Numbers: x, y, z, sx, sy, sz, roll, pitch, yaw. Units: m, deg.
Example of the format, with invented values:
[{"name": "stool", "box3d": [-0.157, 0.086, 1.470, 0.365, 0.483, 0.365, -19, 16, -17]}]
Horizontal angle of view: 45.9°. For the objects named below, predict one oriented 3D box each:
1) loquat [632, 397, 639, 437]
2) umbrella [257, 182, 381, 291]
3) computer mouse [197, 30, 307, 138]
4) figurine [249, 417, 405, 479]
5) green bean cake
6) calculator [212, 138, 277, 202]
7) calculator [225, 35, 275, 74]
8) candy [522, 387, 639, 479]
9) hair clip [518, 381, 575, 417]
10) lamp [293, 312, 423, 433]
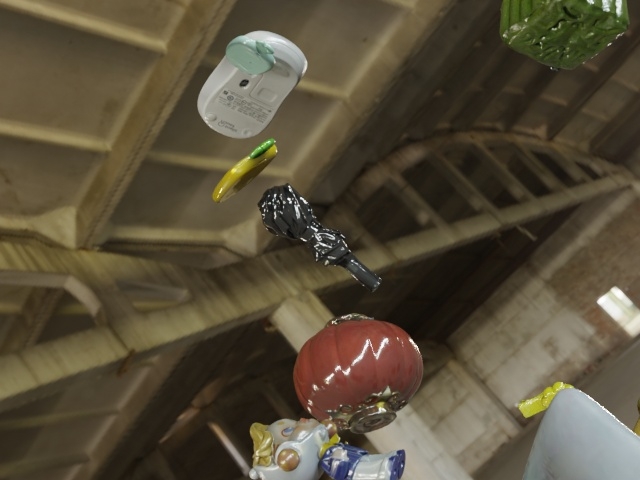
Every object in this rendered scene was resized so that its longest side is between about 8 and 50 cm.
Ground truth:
[{"name": "loquat", "box3d": [0.634, 0.376, 1.362, 0.172, 0.204, 0.149, -5, -24, -35]}, {"name": "umbrella", "box3d": [0.000, 0.000, 1.739, 0.118, 0.340, 0.118, -51, 1, 2]}, {"name": "computer mouse", "box3d": [-0.159, -0.366, 1.728, 0.184, 0.121, 0.297, 16, -40, -26]}, {"name": "figurine", "box3d": [0.009, 0.380, 1.326, 0.275, 0.133, 0.194, 2, 6, 1]}, {"name": "green bean cake", "box3d": [0.606, -0.561, 1.896, 0.250, 0.156, 0.247, 14, -23, -22]}, {"name": "calculator", "box3d": [-0.161, -0.148, 1.630, 0.146, 0.032, 0.235, -38, 0, -35]}, {"name": "calculator", "box3d": [-0.142, -0.377, 1.541, 0.153, 0.095, 0.021, 0, 58, 62]}, {"name": "candy", "box3d": [0.224, 0.211, 0.574, 0.071, 0.174, 0.138, -2, -67, -27]}, {"name": "hair clip", "box3d": [0.636, 0.445, 2.118, 0.173, 0.072, 0.046, -32, 4, 39]}, {"name": "lamp", "box3d": [0.087, 0.305, 1.744, 0.303, 0.256, 0.303, -11, -32, -7]}]
